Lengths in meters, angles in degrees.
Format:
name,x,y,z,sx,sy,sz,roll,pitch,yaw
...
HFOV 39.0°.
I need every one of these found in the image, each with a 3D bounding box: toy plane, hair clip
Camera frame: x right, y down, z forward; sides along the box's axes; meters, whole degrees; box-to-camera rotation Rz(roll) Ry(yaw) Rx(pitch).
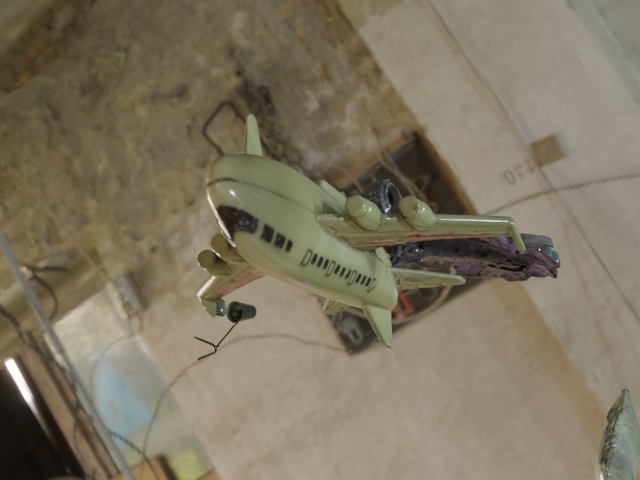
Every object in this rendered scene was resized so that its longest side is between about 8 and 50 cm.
name,x,y,z,sx,sy,sz,roll,pitch,yaw
toy plane,0.000,0.000,0.562,0.229,0.092,0.244,-14,150,23
hair clip,0.143,0.016,0.893,0.196,0.052,0.124,8,162,-1

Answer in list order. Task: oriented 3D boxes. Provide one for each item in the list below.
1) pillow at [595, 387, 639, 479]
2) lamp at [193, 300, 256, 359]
name,x,y,z,sx,sy,sz,roll,pitch,yaw
pillow,0.425,0.313,1.283,0.051,0.128,0.229,0,-162,24
lamp,-0.140,0.132,1.363,0.121,0.041,0.054,-41,155,27
